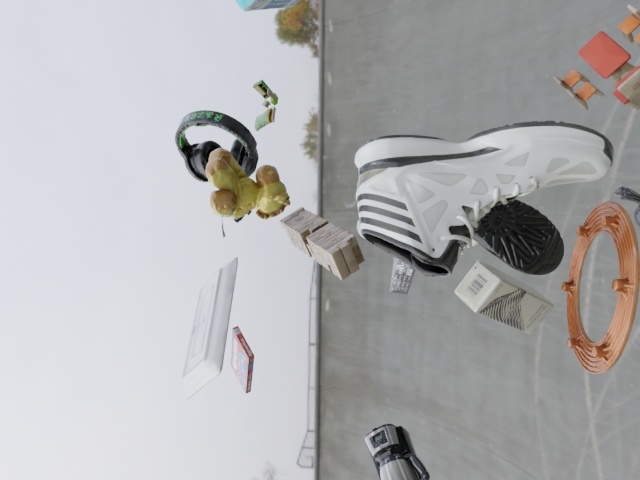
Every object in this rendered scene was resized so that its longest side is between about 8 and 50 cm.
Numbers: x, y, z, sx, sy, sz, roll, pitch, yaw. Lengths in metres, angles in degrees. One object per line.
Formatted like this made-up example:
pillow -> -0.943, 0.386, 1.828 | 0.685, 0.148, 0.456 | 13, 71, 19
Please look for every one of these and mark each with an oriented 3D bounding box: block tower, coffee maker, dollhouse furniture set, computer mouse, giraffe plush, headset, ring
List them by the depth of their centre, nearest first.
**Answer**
ring -> 0.536, 0.090, 0.935 | 0.336, 0.032, 0.336 | 5, -90, -79
giraffe plush -> -0.157, -0.113, 1.101 | 0.181, 0.171, 0.210 | -98, 2, -60
coffee maker -> 0.186, 0.557, 1.141 | 0.178, 0.120, 0.171 | -109, 5, -49
dollhouse furniture set -> 0.824, -0.494, 1.331 | 0.262, 0.135, 0.259 | -47, 41, 33
block tower -> 0.000, 0.000, 1.366 | 0.335, 0.091, 0.097 | 34, 151, 56
dollhouse furniture set -> -0.177, -0.416, 1.447 | 0.058, 0.076, 0.151 | 39, -136, -45
headset -> -0.309, -0.229, 1.502 | 0.394, 0.244, 0.185 | 68, -152, -56
computer mouse -> 1.045, -0.092, 1.559 | 0.060, 0.184, 0.262 | -55, -29, 12

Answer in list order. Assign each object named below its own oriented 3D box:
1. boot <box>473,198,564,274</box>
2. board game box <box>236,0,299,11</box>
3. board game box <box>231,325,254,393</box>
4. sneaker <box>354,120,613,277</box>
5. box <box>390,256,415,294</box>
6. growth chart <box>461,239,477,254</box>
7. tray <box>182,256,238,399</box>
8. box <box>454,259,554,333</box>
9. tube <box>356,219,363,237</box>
boot -> 0.385, -0.051, 1.140 | 0.131, 0.348, 0.260 | -54, -3, 3
board game box -> -0.001, -0.581, 0.897 | 0.079, 0.336, 0.253 | 54, -148, -12
board game box -> -0.305, 0.467, 1.840 | 0.145, 0.027, 0.281 | 53, 148, 33
sneaker -> 0.283, -0.055, 0.849 | 0.169, 0.448, 0.257 | 56, -146, -66
box -> 0.323, 0.033, 1.792 | 0.307, 0.077, 0.242 | 86, -167, -60
growth chart -> 0.529, -0.043, 1.511 | 0.237, 0.021, 0.172 | -45, 2, 38
tray -> -0.226, 0.165, 0.952 | 0.145, 0.030, 0.270 | -43, 32, 36
box -> 0.493, 0.156, 1.265 | 0.113, 0.275, 0.094 | -58, 35, 16
tube -> 0.151, -0.063, 1.032 | 0.080, 0.052, 0.207 | 52, -138, 1
